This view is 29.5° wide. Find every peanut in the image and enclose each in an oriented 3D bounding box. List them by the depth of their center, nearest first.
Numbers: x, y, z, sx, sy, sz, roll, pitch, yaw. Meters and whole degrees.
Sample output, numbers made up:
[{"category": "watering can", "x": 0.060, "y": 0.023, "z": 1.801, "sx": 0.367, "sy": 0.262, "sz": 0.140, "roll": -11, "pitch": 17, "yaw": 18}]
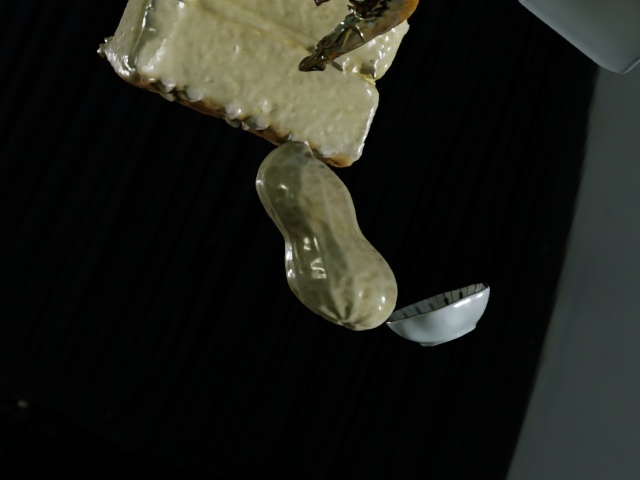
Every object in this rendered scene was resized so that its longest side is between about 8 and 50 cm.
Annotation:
[{"category": "peanut", "x": 0.000, "y": 0.000, "z": 1.514, "sx": 0.256, "sy": 0.123, "sz": 0.123, "roll": 60, "pitch": 162, "yaw": 1}]

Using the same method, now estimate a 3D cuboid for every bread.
[{"category": "bread", "x": -0.100, "y": -0.300, "z": 1.758, "sx": 0.371, "sy": 0.279, "sz": 0.390, "roll": 24, "pitch": -177, "yaw": -16}]

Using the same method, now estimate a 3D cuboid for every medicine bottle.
[{"category": "medicine bottle", "x": 0.230, "y": -0.237, "z": 1.086, "sx": 0.183, "sy": 0.069, "sz": 0.119, "roll": 37, "pitch": 158, "yaw": 1}]

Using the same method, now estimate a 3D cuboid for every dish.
[{"category": "dish", "x": 0.198, "y": 0.129, "z": 1.979, "sx": 0.191, "sy": 0.066, "sz": 0.190, "roll": -20, "pitch": -178, "yaw": 1}]

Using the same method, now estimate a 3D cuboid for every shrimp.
[{"category": "shrimp", "x": 0.015, "y": -0.167, "z": 0.922, "sx": 0.091, "sy": 0.025, "sz": 0.127, "roll": 9, "pitch": 145, "yaw": -43}]
